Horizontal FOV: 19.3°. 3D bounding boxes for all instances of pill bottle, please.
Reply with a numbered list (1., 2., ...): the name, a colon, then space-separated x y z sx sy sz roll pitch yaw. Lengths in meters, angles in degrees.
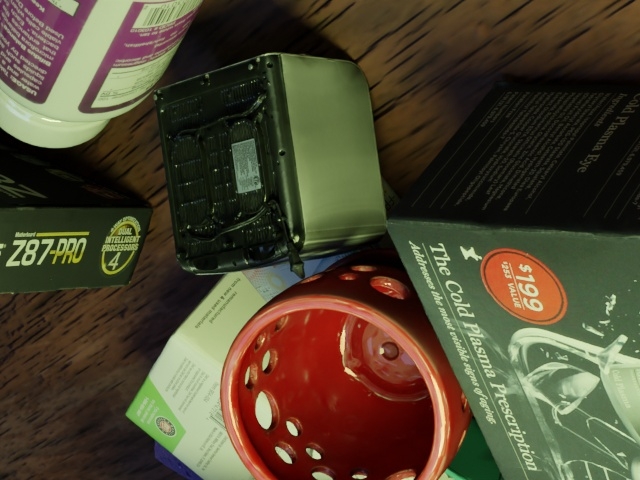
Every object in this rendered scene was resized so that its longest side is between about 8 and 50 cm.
1. pill bottle: -0.185 -0.199 1.503 0.169 0.169 0.301 41 145 1

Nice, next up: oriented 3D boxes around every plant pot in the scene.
1. plant pot: 0.040 0.107 1.497 0.191 0.174 0.191 7 109 23

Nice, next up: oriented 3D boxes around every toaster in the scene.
1. toaster: -0.043 -0.054 1.532 0.168 0.110 0.186 -12 85 50

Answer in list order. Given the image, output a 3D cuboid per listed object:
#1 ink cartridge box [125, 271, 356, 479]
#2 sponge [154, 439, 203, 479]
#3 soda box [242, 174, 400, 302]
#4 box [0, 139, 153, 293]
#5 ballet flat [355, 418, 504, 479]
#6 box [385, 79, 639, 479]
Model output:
1. ink cartridge box: -0.033 0.181 1.824 0.273 0.115 0.198 39 146 3
2. sponge: -0.087 0.246 2.023 0.210 0.031 0.117 29 144 18
3. soda box: 0.000 0.000 1.644 0.063 0.058 0.183 51 145 -14
4. box: -0.403 -0.060 1.761 0.395 0.318 0.097 24 103 25
5. ballet flat: 0.149 0.253 1.659 0.409 0.147 0.147 32 145 3
6. box: 0.267 0.070 1.359 0.312 0.179 0.343 3 131 41
